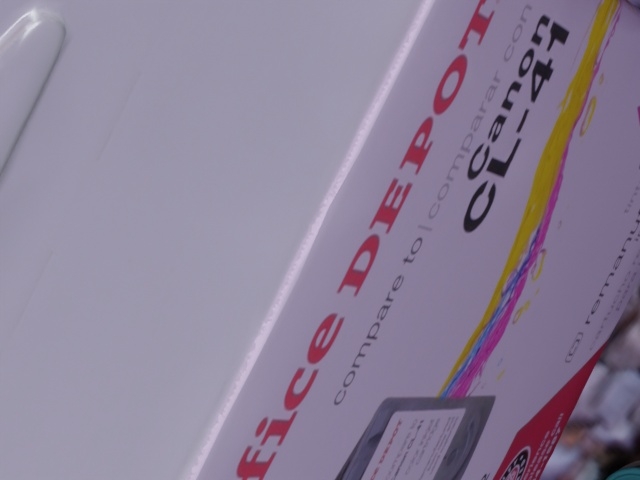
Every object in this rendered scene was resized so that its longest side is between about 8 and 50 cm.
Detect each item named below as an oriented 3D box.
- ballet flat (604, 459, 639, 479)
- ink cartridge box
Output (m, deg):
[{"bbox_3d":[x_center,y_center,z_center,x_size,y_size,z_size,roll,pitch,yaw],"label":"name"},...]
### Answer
[{"bbox_3d":[0.111,0.213,0.863,0.086,0.086,0.248,33,90,-29],"label":"ballet flat"},{"bbox_3d":[0.000,0.000,0.624,0.226,0.131,0.306,-64,159,6],"label":"ink cartridge box"}]
